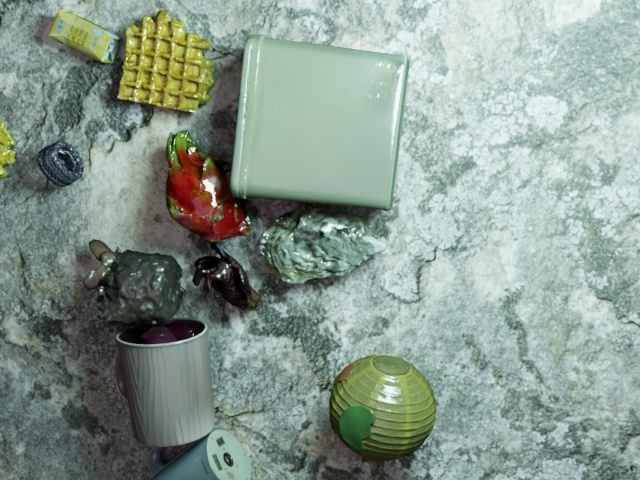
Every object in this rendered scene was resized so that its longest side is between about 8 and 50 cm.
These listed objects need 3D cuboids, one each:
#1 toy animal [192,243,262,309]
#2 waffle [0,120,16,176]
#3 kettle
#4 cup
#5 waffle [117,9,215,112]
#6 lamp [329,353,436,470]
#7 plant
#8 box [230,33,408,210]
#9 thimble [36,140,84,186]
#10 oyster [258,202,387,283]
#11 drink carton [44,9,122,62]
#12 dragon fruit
[{"bbox_3d":[-0.203,0.092,1.895,0.179,0.218,0.116,29,80,-37],"label":"toy animal"},{"bbox_3d":[-0.922,-0.252,2.009,0.307,0.060,0.312,-28,96,15],"label":"waffle"},{"bbox_3d":[-0.328,0.574,2.019,0.243,0.160,0.210,-33,75,22],"label":"kettle"},{"bbox_3d":[-0.399,0.336,1.944,0.288,0.208,0.273,-3,102,11],"label":"cup"},{"bbox_3d":[-0.349,-0.418,1.856,0.229,0.057,0.219,11,103,8],"label":"waffle"},{"bbox_3d":[0.140,0.402,1.836,0.250,0.250,0.284,10,111,10],"label":"lamp"},{"bbox_3d":[-0.454,0.112,1.924,0.234,0.178,0.204,3,103,5],"label":"plant"},{"bbox_3d":[0.003,-0.249,1.744,0.344,0.177,0.352,7,94,7],"label":"box"},{"bbox_3d":[-0.631,-0.187,1.946,0.066,0.095,0.104,-21,132,24],"label":"thimble"},{"bbox_3d":[0.000,0.000,1.843,0.268,0.112,0.198,-28,95,13],"label":"oyster"},{"bbox_3d":[-0.574,-0.491,1.880,0.200,0.074,0.084,26,105,4],"label":"drink carton"},{"bbox_3d":[-0.257,-0.125,1.852,0.200,0.198,0.269,2,74,-23],"label":"dragon fruit"}]
